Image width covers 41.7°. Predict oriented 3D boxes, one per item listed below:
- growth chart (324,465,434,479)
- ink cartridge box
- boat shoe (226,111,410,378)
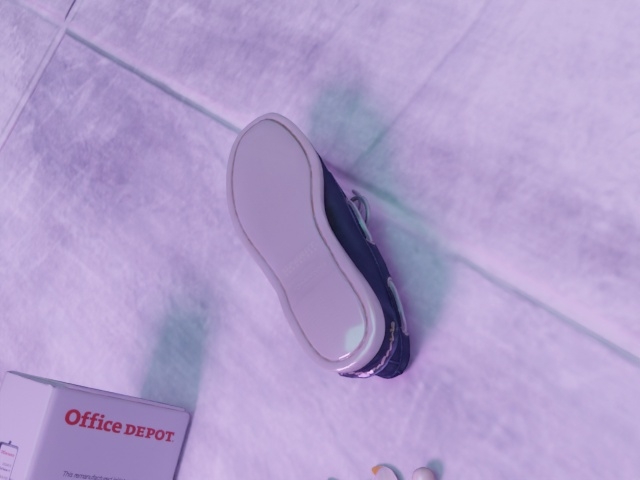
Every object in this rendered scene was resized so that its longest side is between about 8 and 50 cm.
[{"bbox_3d":[-0.004,0.267,0.616,0.237,0.021,0.172,-27,56,28],"label":"growth chart"},{"bbox_3d":[-0.215,0.228,0.715,0.087,0.153,0.208,5,75,41],"label":"ink cartridge box"},{"bbox_3d":[0.000,0.000,0.680,0.095,0.079,0.254,-42,54,15],"label":"boat shoe"}]
